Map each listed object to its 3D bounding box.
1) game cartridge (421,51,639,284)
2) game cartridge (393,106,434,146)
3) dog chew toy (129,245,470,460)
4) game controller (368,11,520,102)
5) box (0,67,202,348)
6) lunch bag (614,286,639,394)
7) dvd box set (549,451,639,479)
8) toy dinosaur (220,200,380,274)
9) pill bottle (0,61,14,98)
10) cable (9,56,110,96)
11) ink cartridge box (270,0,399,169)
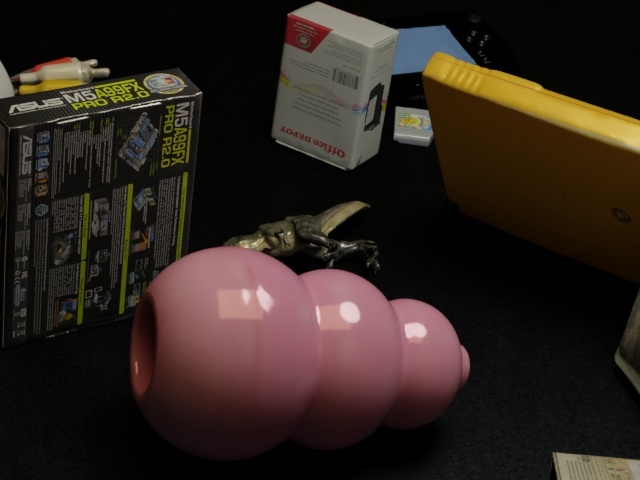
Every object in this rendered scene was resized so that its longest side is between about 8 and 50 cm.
[{"bbox_3d":[0.280,-0.071,2.017,0.324,0.285,0.052,24,66,24],"label":"game cartridge"},{"bbox_3d":[0.124,-0.151,2.349,0.056,0.017,0.083,10,32,-3],"label":"game cartridge"},{"bbox_3d":[-0.013,0.115,1.735,0.332,0.206,0.206,5,31,-20],"label":"dog chew toy"},{"bbox_3d":[0.115,-0.251,2.460,0.319,0.067,0.166,-9,35,-24],"label":"game controller"},{"bbox_3d":[-0.239,-0.033,1.842,0.216,0.270,0.060,-14,39,-30],"label":"box"},{"bbox_3d":[0.440,0.107,1.793,0.169,0.235,0.287,1,32,-20],"label":"lunch bag"},{"bbox_3d":[0.414,0.254,1.560,0.420,0.062,0.307,4,3,5],"label":"dvd box set"},{"bbox_3d":[0.000,0.000,2.042,0.268,0.064,0.118,-20,34,-41],"label":"toy dinosaur"},{"bbox_3d":[-0.488,-0.078,1.905,0.224,0.224,0.392,13,32,9],"label":"pill bottle"},{"bbox_3d":[-0.413,-0.196,2.254,0.287,0.072,0.139,-3,28,-16],"label":"cable"},{"bbox_3d":[0.016,-0.195,2.246,0.127,0.175,0.072,24,32,23],"label":"ink cartridge box"}]
